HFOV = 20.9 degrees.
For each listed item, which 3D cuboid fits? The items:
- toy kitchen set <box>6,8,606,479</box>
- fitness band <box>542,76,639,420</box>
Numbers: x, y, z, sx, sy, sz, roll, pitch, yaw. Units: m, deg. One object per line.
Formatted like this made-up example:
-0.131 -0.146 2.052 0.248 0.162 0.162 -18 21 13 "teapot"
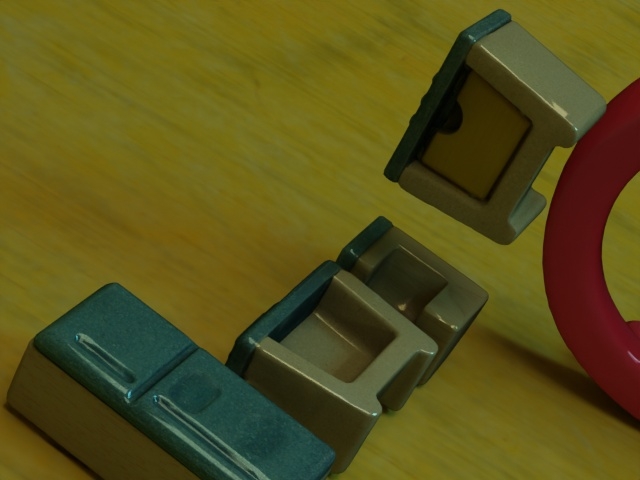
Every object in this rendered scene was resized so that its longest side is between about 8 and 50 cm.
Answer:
0.000 0.000 0.710 0.122 0.166 0.207 36 36 10 "toy kitchen set"
0.243 0.028 0.798 0.291 0.209 0.054 26 37 -2 "fitness band"
